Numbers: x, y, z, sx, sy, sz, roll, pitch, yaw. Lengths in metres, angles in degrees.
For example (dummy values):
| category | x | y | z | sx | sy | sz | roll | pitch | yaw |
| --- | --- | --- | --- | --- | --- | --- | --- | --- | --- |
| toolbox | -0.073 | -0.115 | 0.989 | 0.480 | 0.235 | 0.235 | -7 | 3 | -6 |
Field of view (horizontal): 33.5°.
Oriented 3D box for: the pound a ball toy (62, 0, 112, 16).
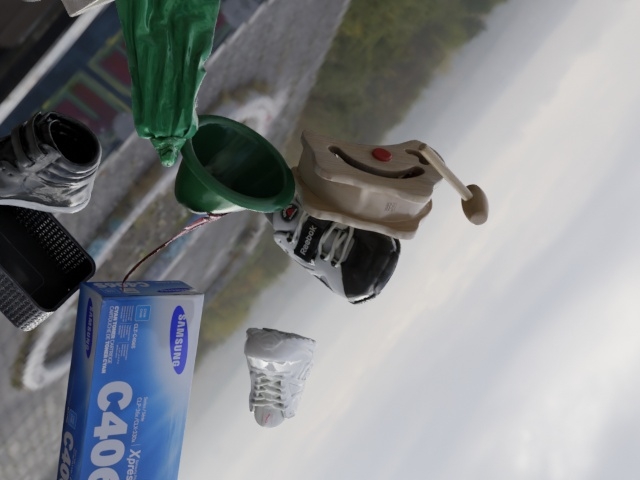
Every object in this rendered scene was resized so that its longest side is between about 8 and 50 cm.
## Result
| category | x | y | z | sx | sy | sz | roll | pitch | yaw |
| --- | --- | --- | --- | --- | --- | --- | --- | --- | --- |
| pound a ball toy | -0.374 | -0.455 | 1.396 | 0.135 | 0.319 | 0.208 | -13 | -162 | 47 |

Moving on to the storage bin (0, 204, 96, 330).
| category | x | y | z | sx | sy | sz | roll | pitch | yaw |
| --- | --- | --- | --- | --- | --- | --- | --- | --- | --- |
| storage bin | -0.425 | 0.022 | 1.503 | 0.084 | 0.180 | 0.122 | -33 | -168 | 46 |

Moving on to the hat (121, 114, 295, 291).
| category | x | y | z | sx | sy | sz | roll | pitch | yaw |
| --- | --- | --- | --- | --- | --- | --- | --- | --- | --- |
| hat | -0.166 | -0.050 | 1.445 | 0.208 | 0.173 | 0.183 | 5 | 137 | -42 |

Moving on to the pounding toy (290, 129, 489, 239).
| category | x | y | z | sx | sy | sz | roll | pitch | yaw |
| --- | --- | --- | --- | --- | --- | --- | --- | --- | --- |
| pounding toy | 0.103 | -0.108 | 1.469 | 0.154 | 0.269 | 0.155 | -85 | -168 | -55 |

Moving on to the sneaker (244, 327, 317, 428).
| category | x | y | z | sx | sy | sz | roll | pitch | yaw |
| --- | --- | --- | --- | --- | --- | --- | --- | --- | --- |
| sneaker | -0.054 | 0.183 | 1.370 | 0.232 | 0.090 | 0.115 | 72 | 30 | -70 |

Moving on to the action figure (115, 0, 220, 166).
| category | x | y | z | sx | sy | sz | roll | pitch | yaw |
| --- | --- | --- | --- | --- | --- | --- | --- | --- | --- |
| action figure | -0.195 | -0.203 | 1.343 | 0.063 | 0.137 | 0.232 | 119 | -30 | -70 |

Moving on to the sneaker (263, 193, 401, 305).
| category | x | y | z | sx | sy | sz | roll | pitch | yaw |
| --- | --- | --- | --- | --- | --- | --- | --- | --- | --- |
| sneaker | 0.000 | 0.000 | 1.596 | 0.122 | 0.146 | 0.330 | -62 | -154 | -1 |

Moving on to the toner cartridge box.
| category | x | y | z | sx | sy | sz | roll | pitch | yaw |
| --- | --- | --- | --- | --- | --- | --- | --- | --- | --- |
| toner cartridge box | -0.277 | 0.234 | 1.530 | 0.165 | 0.075 | 0.348 | 0 | 104 | -38 |

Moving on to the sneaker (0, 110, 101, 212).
| category | x | y | z | sx | sy | sz | roll | pitch | yaw |
| --- | --- | --- | --- | --- | --- | --- | --- | --- | --- |
| sneaker | -0.419 | -0.110 | 1.365 | 0.295 | 0.105 | 0.147 | 2 | 148 | -33 |
